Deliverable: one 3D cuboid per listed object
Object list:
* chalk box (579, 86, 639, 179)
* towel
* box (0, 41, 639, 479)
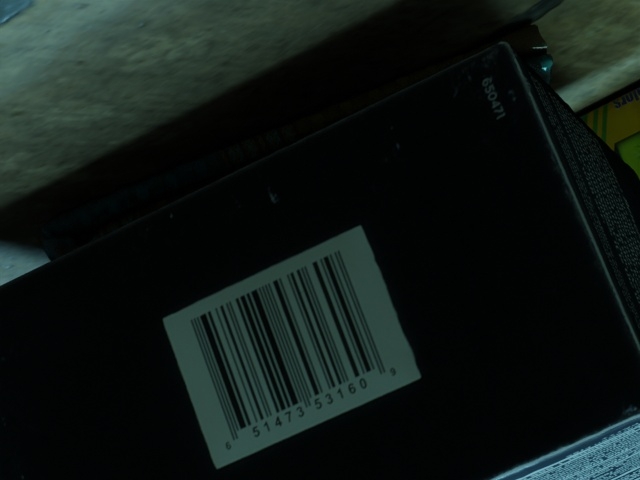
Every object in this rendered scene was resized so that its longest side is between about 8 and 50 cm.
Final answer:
[{"bbox_3d":[0.280,0.039,1.171,0.179,0.289,0.180,-27,166,19],"label":"chalk box"},{"bbox_3d":[0.000,0.000,1.109,0.271,0.040,0.370,-23,166,-3],"label":"towel"},{"bbox_3d":[0.027,0.070,0.971,0.296,0.183,0.294,-25,163,14],"label":"box"}]
